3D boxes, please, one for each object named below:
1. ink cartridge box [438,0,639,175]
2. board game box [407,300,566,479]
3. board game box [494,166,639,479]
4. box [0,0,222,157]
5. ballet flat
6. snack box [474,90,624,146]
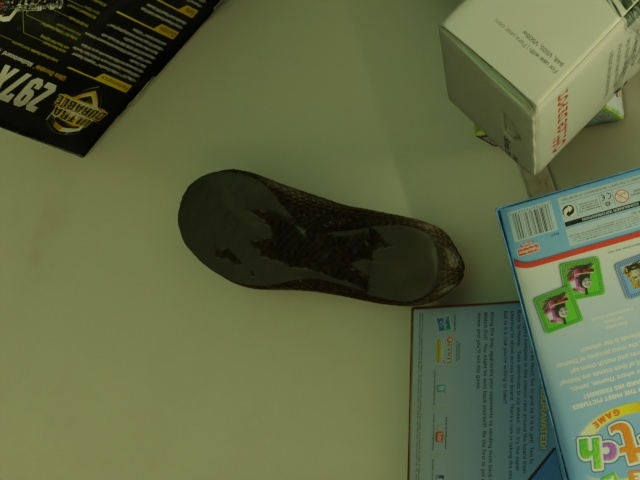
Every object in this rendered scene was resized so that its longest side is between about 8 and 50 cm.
[{"bbox_3d":[0.176,-0.157,1.249,0.087,0.153,0.208,42,83,14],"label":"ink cartridge box"},{"bbox_3d":[0.127,0.180,1.311,0.145,0.027,0.281,-5,76,30],"label":"board game box"},{"bbox_3d":[0.216,0.058,1.260,0.160,0.039,0.211,-16,70,10],"label":"board game box"},{"bbox_3d":[-0.200,-0.207,1.416,0.257,0.322,0.079,-45,62,14],"label":"box"},{"bbox_3d":[0.000,0.000,1.416,0.250,0.058,0.084,11,96,37],"label":"ballet flat"},{"bbox_3d":[0.154,-0.145,1.363,0.100,0.037,0.141,-11,74,26],"label":"snack box"}]
